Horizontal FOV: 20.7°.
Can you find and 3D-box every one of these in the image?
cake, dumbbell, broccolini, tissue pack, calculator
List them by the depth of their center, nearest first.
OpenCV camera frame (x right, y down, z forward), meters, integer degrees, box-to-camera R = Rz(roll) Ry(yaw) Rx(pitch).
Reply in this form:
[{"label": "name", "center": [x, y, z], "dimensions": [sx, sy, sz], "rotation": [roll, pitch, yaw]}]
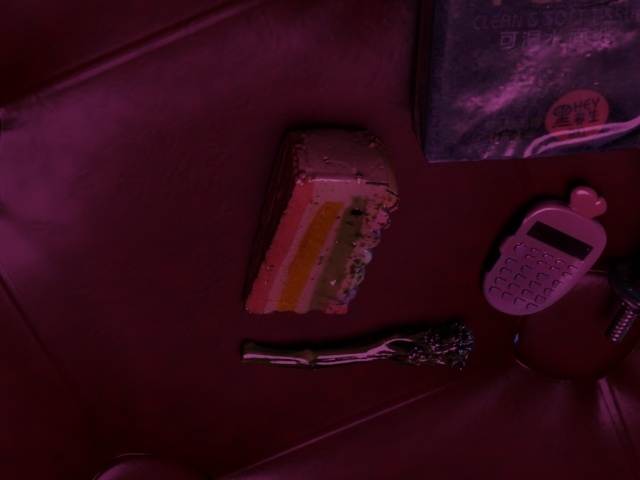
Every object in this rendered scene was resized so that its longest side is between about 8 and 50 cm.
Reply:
[{"label": "tissue pack", "center": [0.202, -0.226, 1.557], "dimensions": [0.228, 0.103, 0.316], "rotation": [-5, 124, -10]}, {"label": "cake", "center": [-0.003, -0.017, 1.694], "dimensions": [0.109, 0.090, 0.225], "rotation": [3, 141, -16]}, {"label": "dumbbell", "center": [0.348, 0.006, 1.746], "dimensions": [0.110, 0.110, 0.254], "rotation": [12, 126, -18]}, {"label": "calculator", "center": [0.228, 0.010, 1.766], "dimensions": [0.103, 0.024, 0.166], "rotation": [24, 117, -24]}, {"label": "broccolini", "center": [0.037, 0.111, 1.789], "dimensions": [0.239, 0.051, 0.054], "rotation": [-2, 80, -3]}]
